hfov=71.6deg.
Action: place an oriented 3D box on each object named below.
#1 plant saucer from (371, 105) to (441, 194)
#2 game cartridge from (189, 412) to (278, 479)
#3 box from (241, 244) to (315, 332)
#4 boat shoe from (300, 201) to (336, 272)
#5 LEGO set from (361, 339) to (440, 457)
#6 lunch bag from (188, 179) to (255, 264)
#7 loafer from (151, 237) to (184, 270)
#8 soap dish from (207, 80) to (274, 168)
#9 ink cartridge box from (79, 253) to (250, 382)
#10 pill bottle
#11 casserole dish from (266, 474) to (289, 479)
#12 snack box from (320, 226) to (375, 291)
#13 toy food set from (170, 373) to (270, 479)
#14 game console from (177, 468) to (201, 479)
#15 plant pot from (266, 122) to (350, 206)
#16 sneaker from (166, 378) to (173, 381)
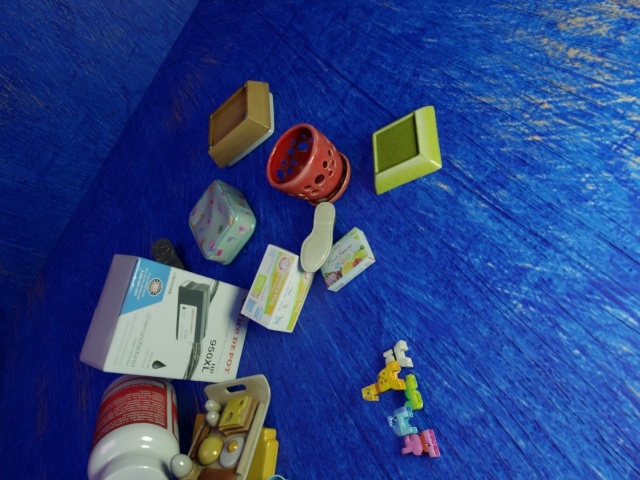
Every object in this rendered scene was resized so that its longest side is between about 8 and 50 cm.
[{"bbox_3d":[0.198,-0.233,1.108,0.188,0.045,0.188,-21,58,38],"label":"plant saucer"},{"bbox_3d":[-0.246,0.624,1.167,0.323,0.052,0.285,-8,67,40],"label":"game cartridge"},{"bbox_3d":[-0.108,0.128,1.194,0.114,0.103,0.203,19,86,37],"label":"box"},{"bbox_3d":[0.000,0.000,1.169,0.075,0.065,0.206,9,63,11],"label":"boat shoe"},{"bbox_3d":[0.142,0.318,0.885,0.093,0.087,0.227,-34,50,29],"label":"LEGO set"},{"bbox_3d":[-0.344,-0.062,1.526,0.224,0.108,0.279,-54,43,17],"label":"lunch bag"},{"bbox_3d":[-0.563,0.118,1.696,0.109,0.095,0.302,-28,53,-4],"label":"loafer"},{"bbox_3d":[-0.302,-0.433,1.644,0.290,0.118,0.229,-28,54,35],"label":"soap dish"},{"bbox_3d":[-0.403,0.230,1.245,0.166,0.395,0.286,1,73,43],"label":"ink cartridge box"},{"bbox_3d":[-0.517,0.566,1.249,0.229,0.229,0.407,-62,24,4],"label":"pill bottle"},{"bbox_3d":[-0.115,0.623,1.006,0.188,0.037,0.114,-47,61,-1],"label":"casserole dish"},{"bbox_3d":[0.063,0.049,1.121,0.141,0.037,0.100,-41,46,25],"label":"snack box"},{"bbox_3d":[-0.265,0.484,1.114,0.219,0.092,0.306,-20,30,25],"label":"toy food set"},{"bbox_3d":[-0.349,0.806,1.135,0.386,0.060,0.342,-40,54,30],"label":"game console"},{"bbox_3d":[-0.025,-0.199,1.220,0.191,0.174,0.191,-20,60,38],"label":"plant pot"},{"bbox_3d":[-0.497,0.408,1.516,0.061,0.053,0.152,23,92,32],"label":"sneaker"}]
